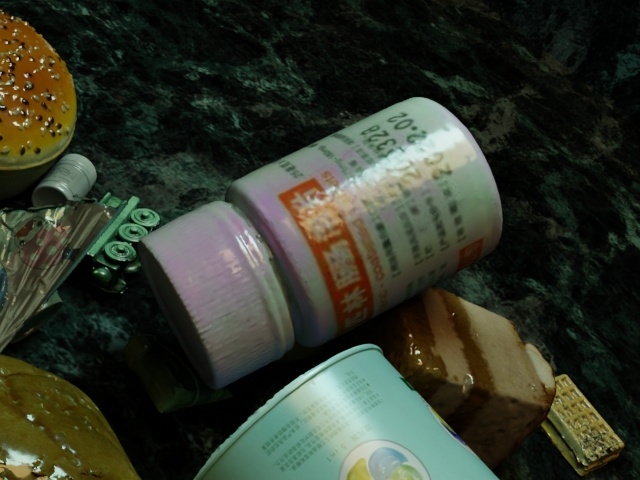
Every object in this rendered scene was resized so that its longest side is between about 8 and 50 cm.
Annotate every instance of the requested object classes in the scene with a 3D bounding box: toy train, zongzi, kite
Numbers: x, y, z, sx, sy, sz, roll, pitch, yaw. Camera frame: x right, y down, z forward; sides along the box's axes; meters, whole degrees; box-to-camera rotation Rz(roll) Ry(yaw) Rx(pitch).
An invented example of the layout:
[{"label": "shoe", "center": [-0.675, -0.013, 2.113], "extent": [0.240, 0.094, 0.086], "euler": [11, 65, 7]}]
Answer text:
[{"label": "toy train", "center": [-0.277, -0.002, 1.396], "extent": [0.111, 0.071, 0.170], "euler": [25, 33, 0]}, {"label": "zongzi", "center": [-0.173, 0.156, 1.299], "extent": [0.119, 0.055, 0.109], "euler": [3, 41, -54]}, {"label": "kite", "center": [-0.408, 0.015, 1.161], "extent": [0.406, 0.014, 0.368], "euler": [-6, 75, -3]}]

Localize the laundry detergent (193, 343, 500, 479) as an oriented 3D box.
[{"label": "laundry detergent", "center": [0.055, 0.310, 1.075], "extent": [0.305, 0.287, 0.287], "euler": [46, 35, 19]}]

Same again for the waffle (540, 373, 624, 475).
[{"label": "waffle", "center": [0.378, 0.275, 1.611], "extent": [0.102, 0.042, 0.148], "euler": [-7, 51, -44]}]

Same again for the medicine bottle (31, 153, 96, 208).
[{"label": "medicine bottle", "center": [-0.342, -0.071, 1.435], "extent": [0.058, 0.058, 0.091], "euler": [30, 33, -6]}]

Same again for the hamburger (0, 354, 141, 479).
[{"label": "hamburger", "center": [-0.285, 0.195, 0.995], "extent": [0.265, 0.134, 0.285], "euler": [17, 18, -37]}]

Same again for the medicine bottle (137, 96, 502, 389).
[{"label": "medicine bottle", "center": [0.000, 0.000, 1.259], "extent": [0.388, 0.219, 0.219], "euler": [-26, 59, -16]}]

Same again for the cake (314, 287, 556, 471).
[{"label": "cake", "center": [0.161, 0.193, 1.407], "extent": [0.293, 0.198, 0.196], "euler": [21, 30, -26]}]

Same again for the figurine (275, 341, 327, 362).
[{"label": "figurine", "center": [-0.037, 0.041, 1.459], "extent": [0.167, 0.192, 0.256], "euler": [41, 45, -48]}]

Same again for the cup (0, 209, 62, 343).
[{"label": "cup", "center": [-0.371, 0.044, 1.229], "extent": [0.141, 0.120, 0.120], "euler": [53, 36, 5]}]

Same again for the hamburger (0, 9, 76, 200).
[{"label": "hamburger", "center": [-0.459, -0.191, 1.387], "extent": [0.300, 0.176, 0.300], "euler": [23, 35, -18]}]
